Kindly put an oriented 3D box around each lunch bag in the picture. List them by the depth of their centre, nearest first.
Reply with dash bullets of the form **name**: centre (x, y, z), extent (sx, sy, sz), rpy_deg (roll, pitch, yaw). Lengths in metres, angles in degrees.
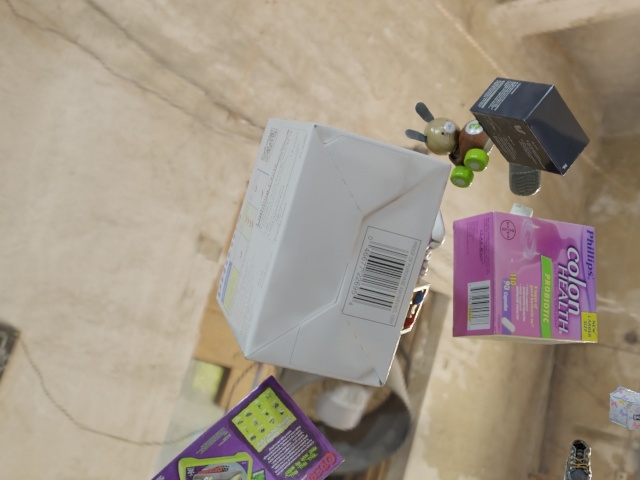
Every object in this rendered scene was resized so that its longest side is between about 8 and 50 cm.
- **lunch bag**: centre (0.659, 0.360, 1.824), extent (0.053, 0.071, 0.083), rpy_deg (-26, 31, -38)

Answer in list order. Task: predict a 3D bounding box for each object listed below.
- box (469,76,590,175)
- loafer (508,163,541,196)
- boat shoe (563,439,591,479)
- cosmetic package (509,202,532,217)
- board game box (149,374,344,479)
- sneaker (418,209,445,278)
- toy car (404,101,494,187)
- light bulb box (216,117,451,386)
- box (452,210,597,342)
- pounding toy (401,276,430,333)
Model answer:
- **box**: centre (0.393, -0.216, 1.616), extent (0.156, 0.093, 0.158), rpy_deg (45, -10, -32)
- **loafer**: centre (0.448, -0.222, 1.893), extent (0.094, 0.087, 0.251), rpy_deg (2, -57, 5)
- **boat shoe**: centre (0.620, 0.546, 2.070), extent (0.065, 0.083, 0.183), rpy_deg (7, 10, 10)
- **cosmetic package**: centre (0.382, -0.010, 1.710), extent (0.041, 0.115, 0.060), rpy_deg (21, -22, 18)
- **board game box**: centre (-0.153, 0.431, 1.537), extent (0.208, 0.347, 0.056), rpy_deg (49, -14, 6)
- **sneaker**: centre (0.188, 0.011, 1.852), extent (0.105, 0.095, 0.236), rpy_deg (-2, -30, -11)
- **toy car**: centre (0.287, -0.237, 1.914), extent (0.188, 0.155, 0.149), rpy_deg (26, -29, -4)
- **light bulb box**: centre (0.000, 0.000, 1.391), extent (0.225, 0.358, 0.361), rpy_deg (16, 6, -15)
- **box**: centre (0.367, 0.074, 1.541), extent (0.243, 0.213, 0.117), rpy_deg (8, -11, -29)
- **pounding toy**: centre (0.149, 0.139, 1.684), extent (0.100, 0.130, 0.141), rpy_deg (27, 15, 24)
